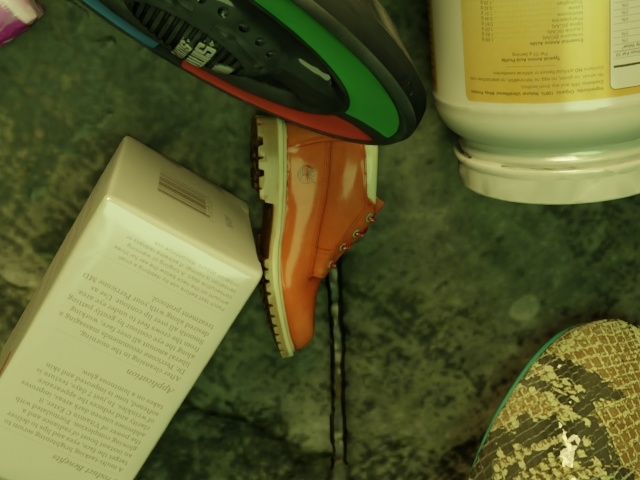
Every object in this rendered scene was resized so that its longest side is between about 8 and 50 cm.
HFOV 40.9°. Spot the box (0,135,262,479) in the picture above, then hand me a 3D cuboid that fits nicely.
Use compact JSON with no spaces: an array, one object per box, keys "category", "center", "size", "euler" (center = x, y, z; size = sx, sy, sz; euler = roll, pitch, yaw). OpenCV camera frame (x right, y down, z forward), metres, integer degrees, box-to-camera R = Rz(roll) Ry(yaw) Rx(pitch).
[{"category":"box","center":[-0.118,0.045,0.498],"size":[0.091,0.130,0.170],"euler":[29,104,-18]}]

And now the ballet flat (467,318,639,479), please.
[{"category":"ballet flat","center":[0.142,0.297,0.600],"size":[0.164,0.182,0.483],"euler":[20,106,-14]}]

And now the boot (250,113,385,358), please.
[{"category":"boot","center":[0.000,0.000,0.539],"size":[0.084,0.059,0.158],"euler":[-3,109,-12]}]

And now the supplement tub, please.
[{"category":"supplement tub","center":[0.129,-0.133,0.461],"size":[0.144,0.144,0.200],"euler":[-9,111,-5]}]

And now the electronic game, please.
[{"category":"electronic game","center":[-0.055,-0.108,0.402],"size":[0.229,0.229,0.048],"euler":[30,84,-17]}]

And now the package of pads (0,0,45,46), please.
[{"category":"package of pads","center":[-0.198,-0.144,0.470],"size":[0.050,0.032,0.083],"euler":[-32,111,7]}]
